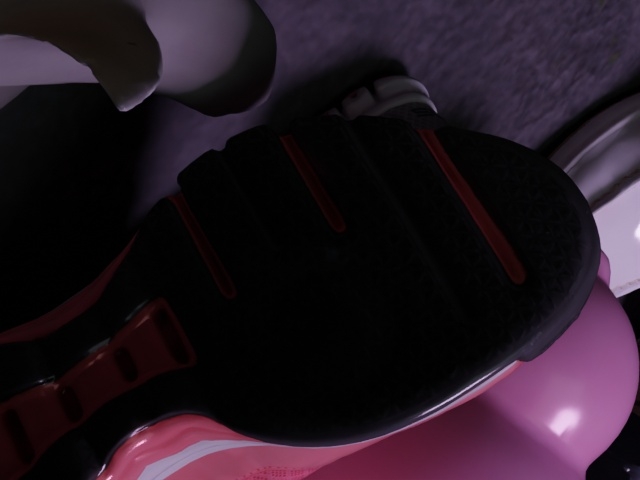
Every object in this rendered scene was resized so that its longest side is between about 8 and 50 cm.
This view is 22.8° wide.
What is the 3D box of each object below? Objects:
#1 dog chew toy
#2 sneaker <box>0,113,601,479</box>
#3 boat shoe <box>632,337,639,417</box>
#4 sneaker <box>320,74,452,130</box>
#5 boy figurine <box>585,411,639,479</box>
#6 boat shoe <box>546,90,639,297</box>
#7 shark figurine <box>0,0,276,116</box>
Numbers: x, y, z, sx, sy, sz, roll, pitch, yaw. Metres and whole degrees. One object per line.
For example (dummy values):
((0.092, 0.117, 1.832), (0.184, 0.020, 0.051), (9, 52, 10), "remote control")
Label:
((0.027, 0.137, 0.721), (0.332, 0.206, 0.206), (-57, 145, -6), "dog chew toy")
((-0.046, 0.051, 0.599), (0.313, 0.116, 0.136), (-25, 166, 4), "sneaker")
((0.234, 0.124, 1.028), (0.095, 0.095, 0.257), (-40, 151, -38), "boat shoe")
((0.000, 0.000, 0.663), (0.170, 0.075, 0.063), (-38, 142, -17), "sneaker")
((0.124, 0.235, 0.992), (0.177, 0.092, 0.285), (-19, 131, -45), "boy figurine")
((0.206, -0.029, 0.843), (0.277, 0.096, 0.098), (-34, 141, -22), "boat shoe")
((-0.109, -0.044, 0.478), (0.278, 0.116, 0.166), (-31, 138, -29), "shark figurine")
